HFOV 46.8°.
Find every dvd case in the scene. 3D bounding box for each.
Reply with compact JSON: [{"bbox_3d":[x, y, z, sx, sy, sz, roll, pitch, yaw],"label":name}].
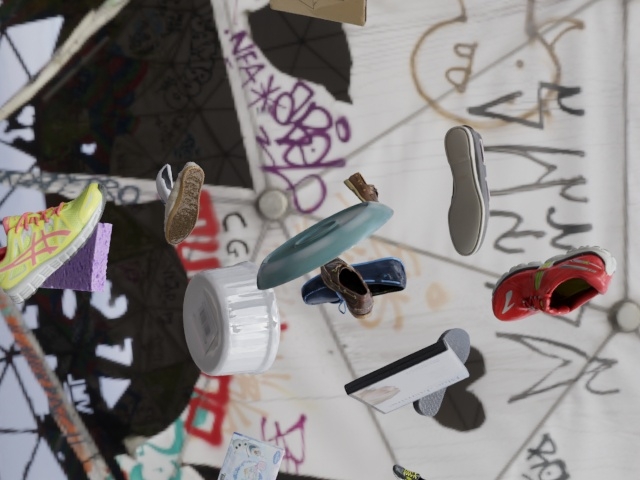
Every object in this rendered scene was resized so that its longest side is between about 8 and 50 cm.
[{"bbox_3d":[0.157,0.243,1.281,0.022,0.180,0.253,67,9,25],"label":"dvd case"}]

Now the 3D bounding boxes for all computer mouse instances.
[{"bbox_3d":[-0.419,-0.117,1.996,0.106,0.042,0.193,112,-31,-59],"label":"computer mouse"}]

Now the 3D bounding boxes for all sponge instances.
[{"bbox_3d":[-0.439,0.029,1.308,0.210,0.031,0.117,0,-96,44],"label":"sponge"}]

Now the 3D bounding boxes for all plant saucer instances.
[{"bbox_3d":[0.000,0.000,1.498,0.043,0.318,0.318,61,-22,-8],"label":"plant saucer"}]

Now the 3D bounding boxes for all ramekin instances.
[{"bbox_3d":[-0.222,0.191,1.770,0.277,0.135,0.277,9,-79,55],"label":"ramekin"}]

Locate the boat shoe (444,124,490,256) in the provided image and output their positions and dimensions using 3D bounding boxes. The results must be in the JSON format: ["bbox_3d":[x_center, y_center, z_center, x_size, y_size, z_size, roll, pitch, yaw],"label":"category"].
[{"bbox_3d":[0.387,-0.128,1.886,0.112,0.096,0.335,-7,-93,44],"label":"boat shoe"}]

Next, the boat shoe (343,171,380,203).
[{"bbox_3d":[0.136,-0.138,2.143,0.060,0.064,0.178,-45,-127,5],"label":"boat shoe"}]

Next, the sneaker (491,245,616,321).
[{"bbox_3d":[0.432,0.100,1.423,0.107,0.118,0.279,43,-45,-12],"label":"sneaker"}]

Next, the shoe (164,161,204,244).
[{"bbox_3d":[-0.342,-0.093,1.846,0.058,0.077,0.219,42,-62,48],"label":"shoe"}]

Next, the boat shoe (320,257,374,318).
[{"bbox_3d":[0.059,0.088,1.662,0.207,0.073,0.073,47,-25,46],"label":"boat shoe"}]

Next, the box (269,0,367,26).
[{"bbox_3d":[-0.008,-0.493,1.421,0.164,0.201,0.021,85,21,-60],"label":"box"}]

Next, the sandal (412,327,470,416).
[{"bbox_3d":[0.301,0.329,1.903,0.254,0.097,0.054,-55,-159,-22],"label":"sandal"}]

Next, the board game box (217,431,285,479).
[{"bbox_3d":[-0.114,0.371,1.211,0.020,0.090,0.090,88,20,-87],"label":"board game box"}]

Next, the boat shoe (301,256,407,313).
[{"bbox_3d":[0.078,0.110,1.761,0.109,0.258,0.089,54,20,-54],"label":"boat shoe"}]

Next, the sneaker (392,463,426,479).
[{"bbox_3d":[0.190,0.495,1.556,0.035,0.083,0.031,-50,-173,39],"label":"sneaker"}]

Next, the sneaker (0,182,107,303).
[{"bbox_3d":[-0.367,-0.009,0.973,0.208,0.094,0.081,-42,-159,9],"label":"sneaker"}]
